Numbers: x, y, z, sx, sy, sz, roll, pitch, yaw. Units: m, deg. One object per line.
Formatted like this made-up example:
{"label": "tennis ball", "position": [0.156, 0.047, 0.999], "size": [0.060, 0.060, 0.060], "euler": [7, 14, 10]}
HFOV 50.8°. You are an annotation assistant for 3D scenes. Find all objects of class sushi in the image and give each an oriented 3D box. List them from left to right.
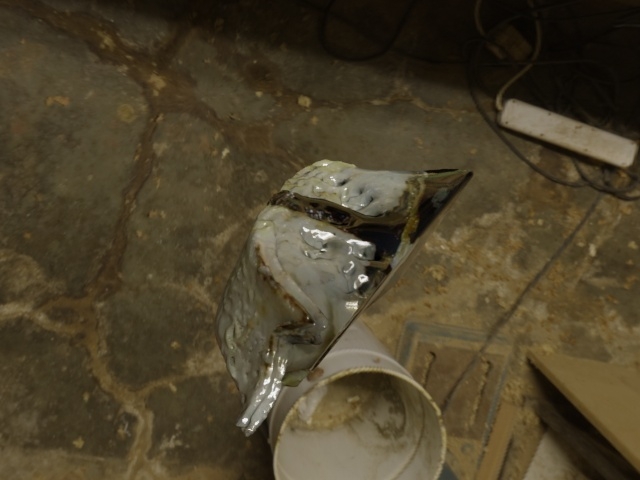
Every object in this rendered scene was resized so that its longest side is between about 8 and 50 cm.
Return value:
{"label": "sushi", "position": [-0.012, 0.016, 0.470], "size": [0.109, 0.273, 0.134], "euler": [38, 133, 10]}
